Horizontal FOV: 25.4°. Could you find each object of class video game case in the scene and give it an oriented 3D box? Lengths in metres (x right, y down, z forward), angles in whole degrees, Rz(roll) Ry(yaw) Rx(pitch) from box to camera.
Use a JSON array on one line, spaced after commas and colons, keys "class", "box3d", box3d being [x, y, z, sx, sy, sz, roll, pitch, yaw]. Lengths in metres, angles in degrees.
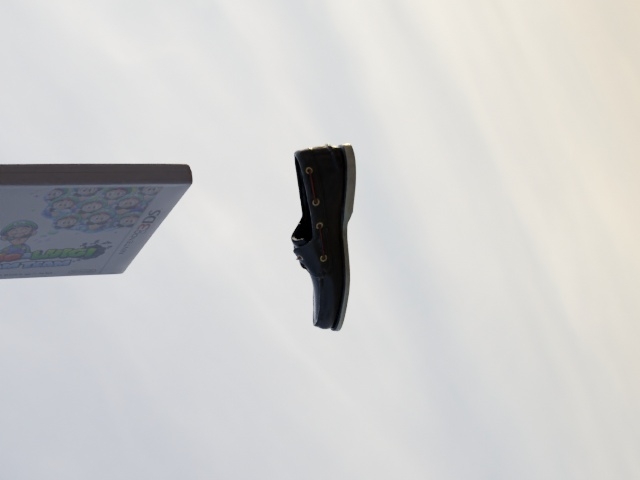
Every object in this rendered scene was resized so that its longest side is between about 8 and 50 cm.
[{"class": "video game case", "box3d": [-0.182, -0.011, 0.950, 0.157, 0.143, 0.019, -2, -115, -30]}]

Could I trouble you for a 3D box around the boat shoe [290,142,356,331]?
[{"class": "boat shoe", "box3d": [0.000, -0.001, 0.947, 0.049, 0.042, 0.133, -120, 28, -63]}]
